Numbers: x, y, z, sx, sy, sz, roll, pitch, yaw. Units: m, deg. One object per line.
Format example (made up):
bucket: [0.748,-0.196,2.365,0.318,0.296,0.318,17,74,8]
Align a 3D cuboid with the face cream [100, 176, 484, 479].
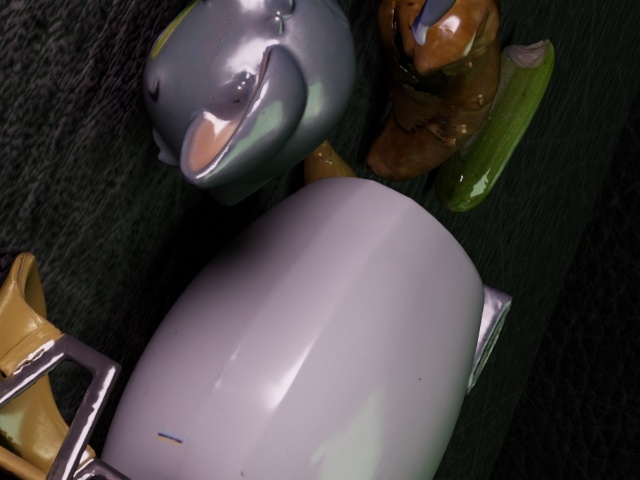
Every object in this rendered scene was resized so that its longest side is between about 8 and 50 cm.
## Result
face cream: [-0.031,0.146,1.313,0.357,0.219,0.312,-59,166,-21]

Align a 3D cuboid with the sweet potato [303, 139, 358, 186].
sweet potato: [0.001,0.000,1.531,0.069,0.059,0.249,-29,151,-34]

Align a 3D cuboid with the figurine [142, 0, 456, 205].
figurine: [-0.008,-0.138,1.072,0.265,0.140,0.193,-38,180,-10]

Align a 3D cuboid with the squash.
squash: [0.196,-0.133,2.007,0.239,0.069,0.069,-60,166,-20]

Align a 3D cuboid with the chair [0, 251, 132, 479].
chair: [-0.166,0.143,0.950,0.247,0.172,0.159,-50,161,-25]

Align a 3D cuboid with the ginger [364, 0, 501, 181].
ginger: [0.100,-0.150,1.530,0.309,0.107,0.133,86,18,-72]

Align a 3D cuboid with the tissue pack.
tissue pack: [0.105,0.077,1.844,0.112,0.156,0.051,-64,171,-4]
